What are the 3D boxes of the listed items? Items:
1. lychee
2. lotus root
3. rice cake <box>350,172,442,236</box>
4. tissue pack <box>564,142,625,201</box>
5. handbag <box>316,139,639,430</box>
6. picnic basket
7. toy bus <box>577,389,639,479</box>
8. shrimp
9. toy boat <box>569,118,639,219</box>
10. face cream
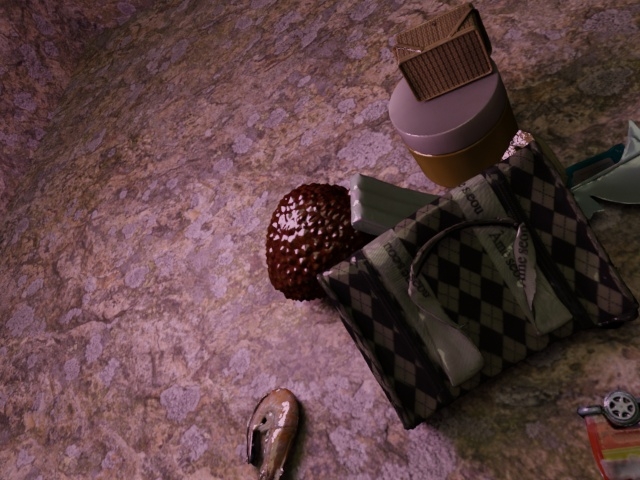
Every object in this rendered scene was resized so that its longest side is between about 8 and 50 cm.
[{"bbox_3d":[0.000,0.000,1.072,0.271,0.236,0.236,-47,45,14],"label":"lychee"},{"bbox_3d":[0.384,-0.104,0.961,0.144,0.070,0.143,54,130,27],"label":"lotus root"},{"bbox_3d":[0.158,-0.050,1.002,0.043,0.237,0.127,-50,35,47],"label":"rice cake"},{"bbox_3d":[0.491,-0.116,0.948,0.138,0.028,0.085,-24,54,15],"label":"tissue pack"},{"bbox_3d":[0.244,0.084,0.853,0.416,0.180,0.317,-33,75,7],"label":"handbag"},{"bbox_3d":[0.223,-0.339,0.965,0.164,0.115,0.079,-18,54,24],"label":"picnic basket"},{"bbox_3d":[0.477,0.245,0.663,0.265,0.121,0.120,-15,62,25],"label":"toy bus"},{"bbox_3d":[-0.104,0.390,1.007,0.126,0.047,0.223,-11,50,37],"label":"shrimp"},{"bbox_3d":[0.552,-0.133,0.877,0.291,0.067,0.220,-29,55,11],"label":"toy boat"},{"bbox_3d":[0.272,-0.242,1.072,0.218,0.179,0.218,-17,53,24],"label":"face cream"}]
